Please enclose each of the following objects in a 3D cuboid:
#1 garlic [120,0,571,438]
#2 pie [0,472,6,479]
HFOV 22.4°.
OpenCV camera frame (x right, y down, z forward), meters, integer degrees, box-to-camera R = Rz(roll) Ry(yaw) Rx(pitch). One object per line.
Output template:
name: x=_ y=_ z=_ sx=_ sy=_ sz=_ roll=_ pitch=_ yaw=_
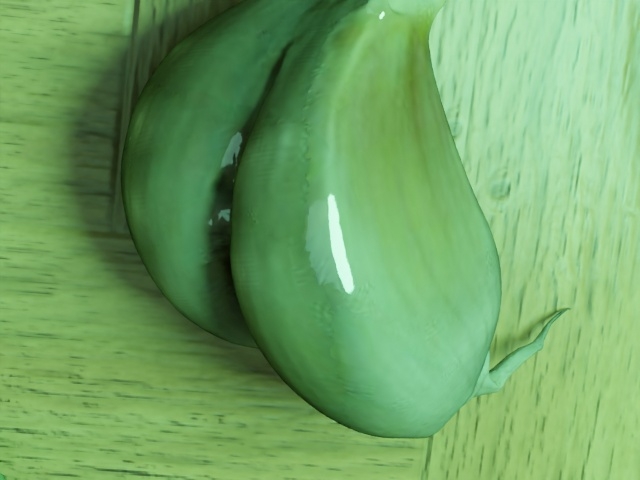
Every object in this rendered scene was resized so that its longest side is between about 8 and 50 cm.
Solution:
garlic: x=0.000 y=0.000 z=1.125 sx=0.246 sy=0.231 sz=0.340 roll=-55 pitch=129 yaw=-38
pie: x=-0.335 y=0.245 z=1.169 sx=0.277 sy=0.078 sz=0.277 roll=-1 pitch=105 yaw=-2
